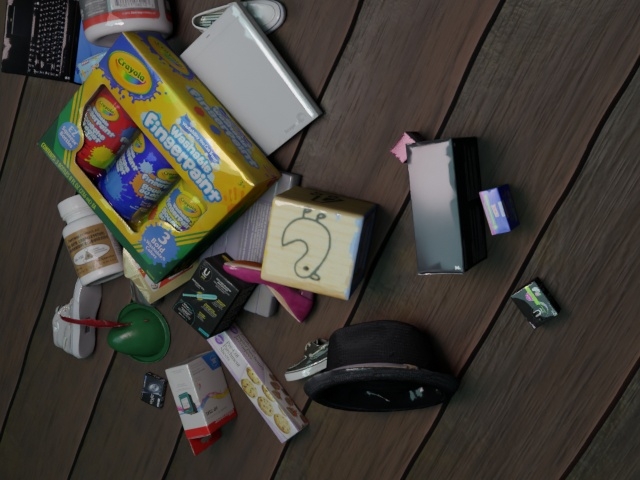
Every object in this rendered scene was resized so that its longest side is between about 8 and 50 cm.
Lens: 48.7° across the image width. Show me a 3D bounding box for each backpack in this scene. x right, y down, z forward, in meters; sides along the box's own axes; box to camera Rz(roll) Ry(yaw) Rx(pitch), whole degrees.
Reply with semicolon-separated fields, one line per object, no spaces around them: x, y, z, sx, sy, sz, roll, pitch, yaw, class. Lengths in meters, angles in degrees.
-0.513;-0.382;1.783;0.158;0.117;0.173;-12;101;17;backpack

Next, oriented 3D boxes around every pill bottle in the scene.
-0.610;-0.004;1.884;0.131;0.131;0.229;-24;86;26;pill bottle
-0.479;-0.659;1.677;0.210;0.210;0.363;-6;95;26;pill bottle

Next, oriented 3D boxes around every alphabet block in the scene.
0.000;0.000;1.544;0.197;0.193;0.192;12;102;10;alphabet block

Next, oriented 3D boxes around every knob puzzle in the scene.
-0.414;0.036;1.804;0.213;0.030;0.213;0;93;-8;knob puzzle

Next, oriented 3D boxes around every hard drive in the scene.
-0.163;-0.357;1.625;0.203;0.040;0.307;-34;96;30;hard drive

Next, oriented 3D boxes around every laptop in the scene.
-0.668;-0.523;1.827;0.136;0.264;0.234;33;115;57;laptop

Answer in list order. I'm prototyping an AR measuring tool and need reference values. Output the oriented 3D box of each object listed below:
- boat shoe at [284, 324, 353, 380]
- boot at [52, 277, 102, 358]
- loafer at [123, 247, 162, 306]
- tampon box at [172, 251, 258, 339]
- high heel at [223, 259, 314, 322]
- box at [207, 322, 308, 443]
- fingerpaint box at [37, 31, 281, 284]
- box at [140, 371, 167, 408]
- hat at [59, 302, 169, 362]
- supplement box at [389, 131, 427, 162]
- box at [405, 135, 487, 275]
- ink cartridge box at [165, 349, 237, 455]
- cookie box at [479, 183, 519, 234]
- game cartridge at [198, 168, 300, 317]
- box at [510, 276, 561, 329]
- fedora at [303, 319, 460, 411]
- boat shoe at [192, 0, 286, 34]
0.002;0.265;1.673;0.219;0.078;0.070;-29;86;18;boat shoe
-0.692;0.196;1.977;0.123;0.095;0.258;15;101;23;boot
-0.483;0.045;1.858;0.084;0.096;0.268;-2;100;33;loafer
-0.249;0.131;1.690;0.120;0.101;0.161;41;112;14;tampon box
-0.122;0.119;1.636;0.082;0.244;0.117;28;102;56;high heel
-0.157;0.351;1.764;0.067;0.063;0.324;-41;80;23;box
-0.378;-0.188;1.638;0.371;0.163;0.445;-41;88;25;fingerpaint box
-0.457;0.411;1.940;0.067;0.018;0.083;20;106;22;box
-0.534;0.263;1.861;0.208;0.183;0.173;2;99;25;hat
0.190;-0.198;1.502;0.043;0.083;0.055;46;115;13;supplement box
0.259;-0.074;1.434;0.103;0.184;0.261;-4;96;25;box
-0.294;0.410;1.799;0.078;0.134;0.231;-18;91;26;ink cartridge box
0.362;-0.064;1.428;0.040;0.107;0.092;-17;91;26;cookie box
-0.176;-0.011;1.721;0.230;0.068;0.355;16;105;18;game cartridge
0.442;0.128;1.452;0.062;0.052;0.083;-39;82;25;box
0.129;0.265;1.527;0.334;0.334;0.153;-17;58;27;fedora
-0.193;-0.508;1.639;0.226;0.076;0.083;-5;96;26;boat shoe
